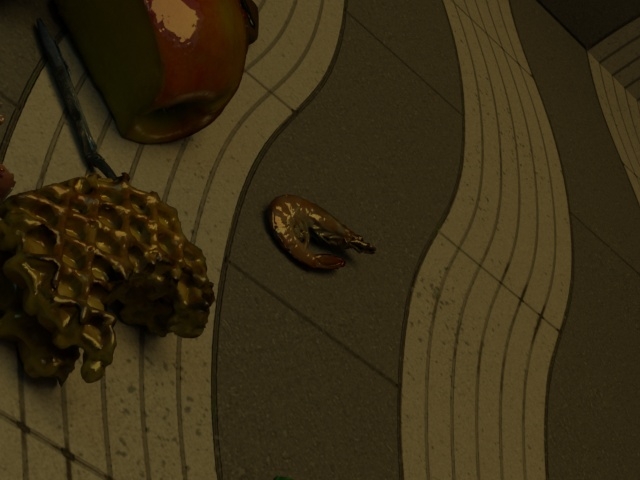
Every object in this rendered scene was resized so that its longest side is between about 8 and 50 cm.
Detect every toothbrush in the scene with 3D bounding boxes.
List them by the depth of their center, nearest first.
[{"bbox_3d":[-0.353,-0.167,1.849,0.035,0.042,0.413,77,-11,-69],"label":"toothbrush"}]

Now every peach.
[{"bbox_3d":[-0.251,-0.371,1.996,0.306,0.242,0.380,-10,67,-52],"label":"peach"}]

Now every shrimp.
[{"bbox_3d":[0.003,-0.002,2.151,0.236,0.053,0.133,24,39,-35],"label":"shrimp"}]

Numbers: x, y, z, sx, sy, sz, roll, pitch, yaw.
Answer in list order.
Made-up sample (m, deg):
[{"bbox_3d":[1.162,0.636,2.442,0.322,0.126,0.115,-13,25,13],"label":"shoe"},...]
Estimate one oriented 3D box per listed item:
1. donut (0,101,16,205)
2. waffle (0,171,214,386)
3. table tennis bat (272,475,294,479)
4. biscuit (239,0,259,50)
[{"bbox_3d":[-0.465,-0.127,1.627,0.117,0.065,0.166,6,53,-52],"label":"donut"},{"bbox_3d":[-0.291,0.046,1.618,0.261,0.151,0.324,61,30,6],"label":"waffle"},{"bbox_3d":[-0.060,0.427,1.656,0.160,0.039,0.257,39,36,-27],"label":"table tennis bat"},{"bbox_3d":[-0.206,-0.444,2.317,0.278,0.043,0.301,57,31,5],"label":"biscuit"}]
